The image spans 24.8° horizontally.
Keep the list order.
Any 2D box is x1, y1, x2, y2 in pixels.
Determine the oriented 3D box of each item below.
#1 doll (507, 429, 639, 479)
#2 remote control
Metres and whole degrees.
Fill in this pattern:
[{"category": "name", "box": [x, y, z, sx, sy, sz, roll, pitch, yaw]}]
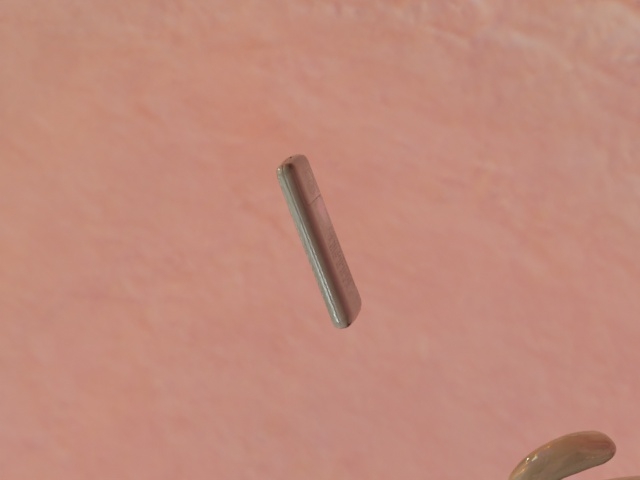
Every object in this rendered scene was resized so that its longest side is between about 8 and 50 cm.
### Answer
[{"category": "doll", "box": [0.291, 0.366, 1.247, 0.215, 0.226, 0.370, -42, 49, 24]}, {"category": "remote control", "box": [0.000, 0.000, 1.020, 0.018, 0.124, 0.053, -18, 10, 16]}]
